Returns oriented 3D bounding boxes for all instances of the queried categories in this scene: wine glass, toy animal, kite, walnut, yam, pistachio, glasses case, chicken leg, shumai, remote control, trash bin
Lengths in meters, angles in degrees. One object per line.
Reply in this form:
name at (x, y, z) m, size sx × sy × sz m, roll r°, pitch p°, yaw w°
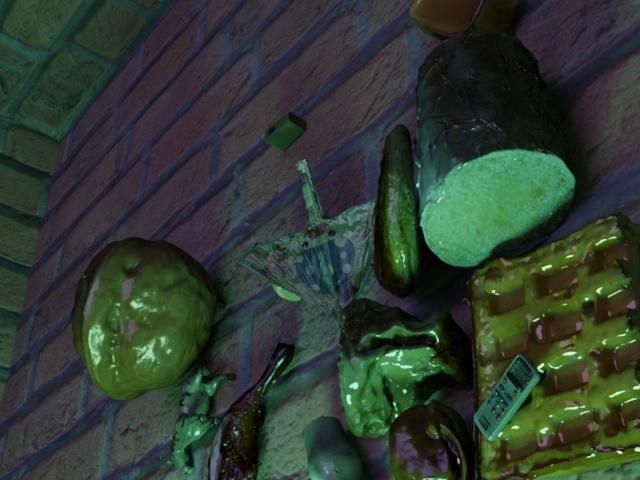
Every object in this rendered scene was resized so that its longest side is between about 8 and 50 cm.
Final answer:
wine glass at (0.029, 0.396, 1.464) m, size 0.093 × 0.093 × 0.202 m, roll -52°, pitch 33°, yaw 21°
toy animal at (-0.278, 0.396, 1.937) m, size 0.170 × 0.090 × 0.255 m, roll -7°, pitch 60°, yaw 59°
kite at (0.000, 0.000, 1.733) m, size 0.406 × 0.014 × 0.368 m, roll -22°, pitch 70°, yaw 20°
walnut at (-0.430, 0.179, 2.096) m, size 0.383 × 0.383 × 0.383 m, roll -35°, pitch 42°, yaw 40°
yam at (0.263, -0.159, 1.381) m, size 0.241 × 0.241 × 0.348 m, roll -38°, pitch 38°, yaw 37°
pistachio at (0.164, 0.340, 1.264) m, size 0.165 × 0.130 × 0.210 m, roll 139°, pitch 128°, yaw -69°
glasses case at (-0.028, 0.037, 1.806) m, size 0.196 × 0.083 × 0.050 m, roll -58°, pitch 33°, yaw 15°
chicken leg at (-0.155, 0.391, 1.748) m, size 0.158 × 0.096 × 0.407 m, roll 3°, pitch 69°, yaw 53°
shumai at (0.136, 0.202, 1.411) m, size 0.261 × 0.222 × 0.225 m, roll -109°, pitch 14°, yaw -88°
remote control at (0.255, 0.215, 1.180) m, size 0.124 × 0.018 × 0.053 m, roll -59°, pitch 31°, yaw 20°
trash bin at (-0.086, -0.272, 2.134) m, size 0.092 × 0.061 × 0.043 m, roll -37°, pitch 41°, yaw 34°

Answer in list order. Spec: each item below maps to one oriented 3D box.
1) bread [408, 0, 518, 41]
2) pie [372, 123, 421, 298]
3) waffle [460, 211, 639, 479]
bread at (0.275, -0.445, 1.662) m, size 0.136 × 0.107 × 0.241 m, roll -63°, pitch 31°, yaw 9°
pie at (0.129, -0.049, 1.490) m, size 0.323 × 0.070 × 0.323 m, roll -1°, pitch -90°, yaw -89°
waffle at (0.329, 0.157, 1.191) m, size 0.304 × 0.077 × 0.348 m, roll -31°, pitch 45°, yaw 45°
